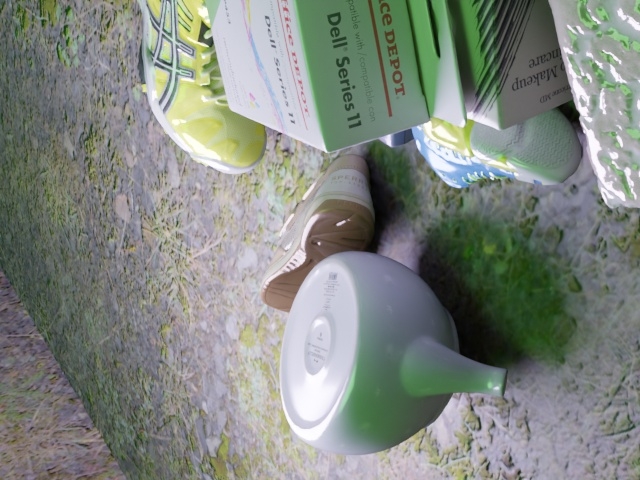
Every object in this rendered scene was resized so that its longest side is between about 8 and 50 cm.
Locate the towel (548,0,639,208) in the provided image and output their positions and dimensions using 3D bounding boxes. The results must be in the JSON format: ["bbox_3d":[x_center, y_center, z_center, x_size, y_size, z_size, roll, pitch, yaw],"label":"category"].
[{"bbox_3d":[0.298,-0.170,1.040,0.317,0.053,0.332,7,121,52],"label":"towel"}]

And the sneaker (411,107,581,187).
[{"bbox_3d":[0.171,-0.096,1.366,0.240,0.091,0.126,39,161,41],"label":"sneaker"}]

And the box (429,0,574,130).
[{"bbox_3d":[0.160,-0.247,1.215,0.094,0.113,0.275,28,136,48],"label":"box"}]

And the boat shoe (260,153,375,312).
[{"bbox_3d":[0.000,0.000,1.721,0.302,0.109,0.098,118,162,-57],"label":"boat shoe"}]

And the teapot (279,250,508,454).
[{"bbox_3d":[0.076,0.138,1.604,0.252,0.187,0.256,-58,31,37],"label":"teapot"}]

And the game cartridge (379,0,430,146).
[{"bbox_3d":[0.030,-0.296,1.466,0.230,0.068,0.355,44,146,43],"label":"game cartridge"}]

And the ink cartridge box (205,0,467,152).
[{"bbox_3d":[-0.002,-0.211,1.335,0.353,0.119,0.207,29,135,64],"label":"ink cartridge box"}]

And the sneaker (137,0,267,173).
[{"bbox_3d":[-0.152,-0.263,1.720,0.147,0.145,0.384,7,119,60],"label":"sneaker"}]
